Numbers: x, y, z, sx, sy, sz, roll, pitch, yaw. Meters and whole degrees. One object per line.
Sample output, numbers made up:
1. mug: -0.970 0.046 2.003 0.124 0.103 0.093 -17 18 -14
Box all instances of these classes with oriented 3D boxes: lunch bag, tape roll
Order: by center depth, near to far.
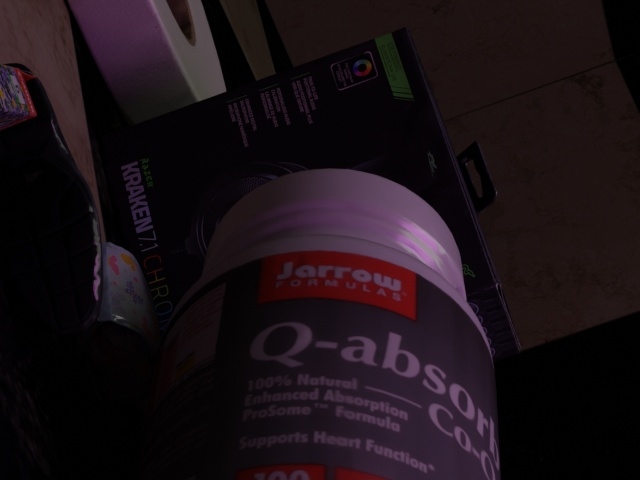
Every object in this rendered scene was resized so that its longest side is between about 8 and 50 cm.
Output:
1. lunch bag: -0.130 0.051 1.115 0.083 0.053 0.071 79 -1 -47
2. tape roll: -0.182 -0.267 1.645 0.392 0.072 0.392 -19 90 -84

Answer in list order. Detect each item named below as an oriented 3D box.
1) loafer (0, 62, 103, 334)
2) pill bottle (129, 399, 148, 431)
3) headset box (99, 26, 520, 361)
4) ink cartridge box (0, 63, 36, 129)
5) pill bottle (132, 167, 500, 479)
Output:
1. loafer: -0.158 -0.020 1.036 0.061 0.062 0.170 71 3 -69
2. pill bottle: -0.091 0.115 1.208 0.116 0.065 0.065 63 9 -58
3. headset box: 0.000 0.000 1.390 0.131 0.283 0.246 63 10 -60
4. ink cartridge box: -0.183 -0.066 0.917 0.115 0.063 0.029 -19 88 -85
5. pill bottle: -0.001 0.127 1.030 0.363 0.210 0.210 -86 158 -54
